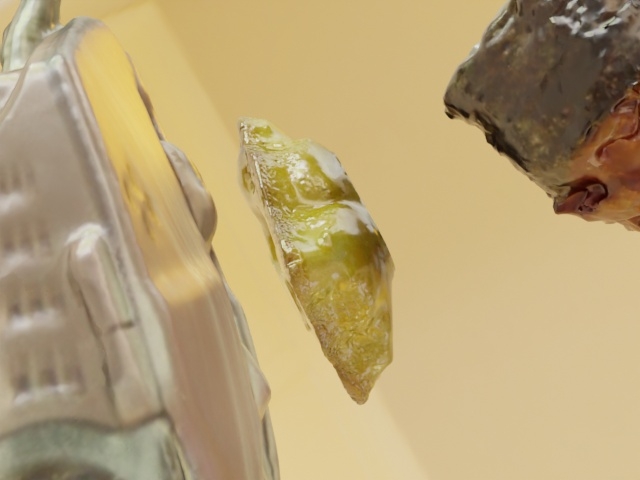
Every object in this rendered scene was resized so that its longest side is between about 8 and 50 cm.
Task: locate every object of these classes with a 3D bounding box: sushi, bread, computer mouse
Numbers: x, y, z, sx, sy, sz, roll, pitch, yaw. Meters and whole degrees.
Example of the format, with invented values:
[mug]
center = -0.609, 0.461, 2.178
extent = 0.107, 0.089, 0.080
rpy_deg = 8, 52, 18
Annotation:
[sushi]
center = 0.222, -0.110, 1.194
extent = 0.182, 0.196, 0.343
rpy_deg = 36, -169, 17
[bread]
center = 0.000, 0.000, 1.327
extent = 0.233, 0.088, 0.160
rpy_deg = -116, 7, -49
[computer mouse]
center = -0.073, 0.053, 0.665
extent = 0.199, 0.115, 0.389
rpy_deg = 70, -162, -73
